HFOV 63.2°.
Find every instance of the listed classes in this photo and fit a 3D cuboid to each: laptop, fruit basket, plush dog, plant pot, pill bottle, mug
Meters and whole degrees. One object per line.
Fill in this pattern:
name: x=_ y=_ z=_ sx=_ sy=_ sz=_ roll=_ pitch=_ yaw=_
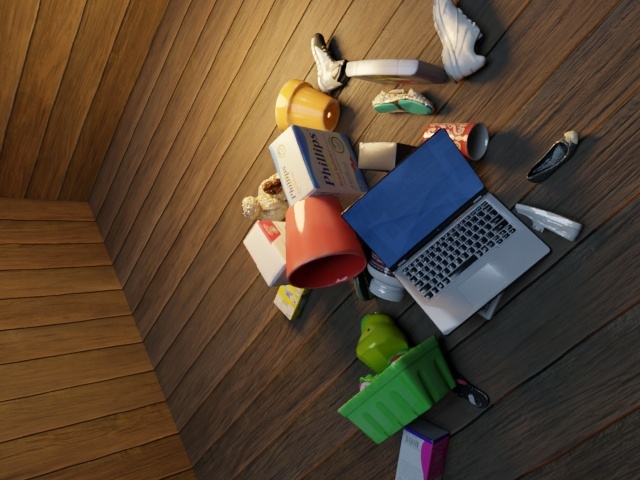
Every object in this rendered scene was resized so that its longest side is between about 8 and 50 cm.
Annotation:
laptop: x=0.351 y=-0.019 z=1.468 sx=0.382 sy=0.236 sz=0.408 roll=-41 pitch=60 yaw=6
fruit basket: x=0.211 y=0.411 z=1.702 sx=0.392 sy=0.283 sz=0.391 roll=15 pitch=112 yaw=40
plush dog: x=-0.168 y=-0.188 z=2.110 sx=0.211 sy=0.262 sz=0.225 roll=31 pitch=127 yaw=4
plant pot: x=0.000 y=0.000 z=1.747 sx=0.275 sy=0.275 sz=0.243 roll=-36 pitch=56 yaw=39
pill bottle: x=0.261 y=0.027 z=1.692 sx=0.182 sy=0.182 sz=0.322 roll=29 pitch=110 yaw=40
plant pot: x=-0.037 y=-0.492 z=1.982 sx=0.188 sy=0.205 sz=0.205 roll=21 pitch=106 yaw=26
mug: x=0.398 y=-0.300 z=1.588 sx=0.169 sy=0.150 sz=0.113 roll=20 pitch=144 yaw=47

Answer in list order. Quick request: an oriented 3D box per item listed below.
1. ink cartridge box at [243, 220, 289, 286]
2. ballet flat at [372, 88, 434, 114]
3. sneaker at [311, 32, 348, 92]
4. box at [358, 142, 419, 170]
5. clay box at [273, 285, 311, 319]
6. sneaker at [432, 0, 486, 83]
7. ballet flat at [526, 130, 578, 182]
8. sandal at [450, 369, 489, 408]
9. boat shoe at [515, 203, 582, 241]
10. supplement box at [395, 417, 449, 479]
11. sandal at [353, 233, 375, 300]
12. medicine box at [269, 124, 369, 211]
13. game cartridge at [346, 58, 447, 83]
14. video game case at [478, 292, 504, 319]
ink cartridge box: x=-0.101 y=0.046 z=1.958 sx=0.226 sy=0.306 sz=0.131 roll=53 pitch=125 yaw=29
ballet flat: x=0.279 y=-0.471 z=1.742 sx=0.241 sy=0.091 sz=0.077 roll=15 pitch=76 yaw=39
sneaker: x=0.048 y=-0.685 z=1.969 sx=0.132 sy=0.086 sz=0.228 roll=-8 pitch=96 yaw=39
box: x=0.234 y=-0.273 z=1.730 sx=0.156 sy=0.158 sz=0.093 roll=11 pitch=98 yaw=44
clay box: x=-0.105 y=0.201 z=2.141 sx=0.127 sy=0.053 sz=0.222 roll=41 pitch=117 yaw=36
sneaker: x=0.426 y=-0.635 z=1.595 sx=0.129 sy=0.111 sz=0.297 roll=-16 pitch=83 yaw=27
ballet flat: x=0.633 y=-0.224 z=1.416 sx=0.057 sy=0.049 sz=0.173 roll=53 pitch=124 yaw=29
sandal: x=0.438 y=0.461 z=1.624 sx=0.179 sy=0.040 sz=0.067 roll=27 pitch=109 yaw=41
boat shoe: x=0.619 y=-0.051 z=1.431 sx=0.184 sy=0.066 sz=0.063 roll=26 pitch=108 yaw=31
supplement box: x=0.328 y=0.712 z=1.687 sx=0.111 sy=0.114 sz=0.219 roll=16 pitch=101 yaw=42
sandal: x=0.135 y=0.066 z=1.869 sx=0.086 sy=0.120 sz=0.302 roll=-7 pitch=86 yaw=58
medicine box: x=-0.002 y=-0.250 z=1.868 sx=0.149 sy=0.289 sz=0.263 roll=-35 pitch=67 yaw=39
game cartridge: x=0.236 y=-0.550 z=1.698 sx=0.294 sy=0.196 sz=0.060 roll=16 pitch=101 yaw=44
video game case: x=0.478 y=0.093 z=1.591 sx=0.206 sy=0.026 sz=0.226 roll=34 pitch=115 yaw=38
